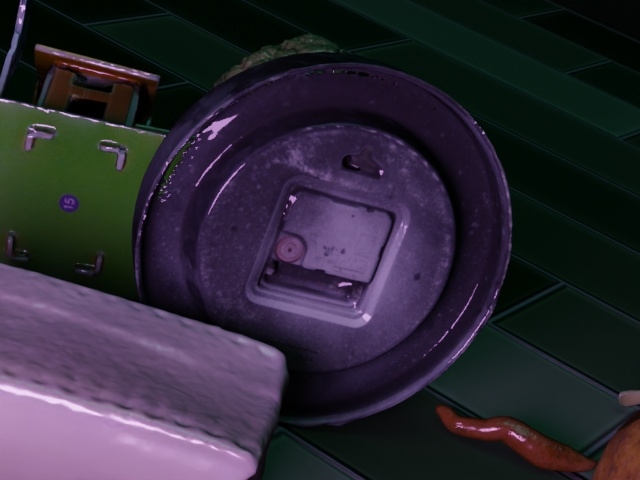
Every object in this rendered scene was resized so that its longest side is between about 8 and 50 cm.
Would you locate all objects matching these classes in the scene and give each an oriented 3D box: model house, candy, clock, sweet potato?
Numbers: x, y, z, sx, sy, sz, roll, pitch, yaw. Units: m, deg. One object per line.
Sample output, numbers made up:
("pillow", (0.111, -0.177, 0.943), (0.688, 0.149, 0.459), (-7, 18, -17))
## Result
("model house", (-0.227, -0.156, 1.825), (0.300, 0.340, 0.323), (12, 26, -7))
("candy", (-0.217, 0.148, 1.422), (0.359, 0.145, 0.208), (16, 25, -3))
("clock", (0.000, 0.000, 1.607), (0.386, 0.386, 0.076), (9, 18, -20))
("sweet potato", (0.206, 0.208, 1.706), (0.179, 0.044, 0.044), (19, 24, 3))

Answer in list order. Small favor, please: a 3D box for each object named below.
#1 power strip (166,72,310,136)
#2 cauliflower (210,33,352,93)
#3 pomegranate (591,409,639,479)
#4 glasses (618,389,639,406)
("power strip", (-0.114, -0.111, 1.941), (0.037, 0.279, 0.109), (49, 24, -50))
("cauliflower", (-0.025, -0.125, 2.091), (0.250, 0.275, 0.272), (43, -9, -29))
("pomegranate", (0.373, 0.258, 1.452), (0.281, 0.281, 0.281), (15, 24, -7))
("glasses", (0.455, 0.186, 1.910), (0.207, 0.102, 0.239), (-32, 49, -25))
